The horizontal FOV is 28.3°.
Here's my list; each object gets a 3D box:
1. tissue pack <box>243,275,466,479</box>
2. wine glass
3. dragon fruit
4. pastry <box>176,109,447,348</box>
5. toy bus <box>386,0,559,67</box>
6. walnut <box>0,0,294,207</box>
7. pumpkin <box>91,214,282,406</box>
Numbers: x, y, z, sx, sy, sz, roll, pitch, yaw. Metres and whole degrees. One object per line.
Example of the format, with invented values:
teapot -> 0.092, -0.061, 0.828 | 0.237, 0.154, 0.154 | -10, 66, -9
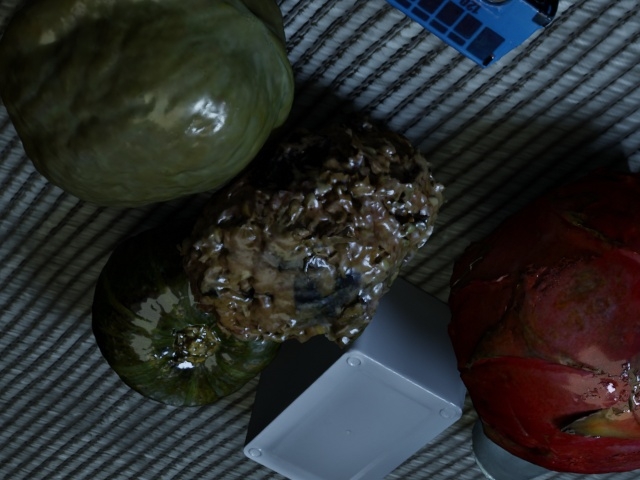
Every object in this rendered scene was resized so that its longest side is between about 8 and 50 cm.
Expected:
tissue pack -> 0.041, 0.170, 1.451 | 0.159, 0.136, 0.246 | 31, 132, -15
wine glass -> 0.269, 0.196, 1.437 | 0.111, 0.111, 0.204 | 35, 128, -19
dragon fruit -> 0.272, 0.076, 1.214 | 0.301, 0.296, 0.296 | -21, 125, 16
pastry -> 0.000, 0.000, 1.213 | 0.275, 0.275, 0.193 | -39, 85, 38
toy bus -> 0.109, -0.236, 1.091 | 0.184, 0.090, 0.106 | 33, 132, -15
walnut -> -0.161, -0.145, 1.142 | 0.282, 0.227, 0.283 | 4, 145, 3
pumpkin -> -0.141, 0.075, 1.389 | 0.223, 0.157, 0.224 | -4, 126, -5
